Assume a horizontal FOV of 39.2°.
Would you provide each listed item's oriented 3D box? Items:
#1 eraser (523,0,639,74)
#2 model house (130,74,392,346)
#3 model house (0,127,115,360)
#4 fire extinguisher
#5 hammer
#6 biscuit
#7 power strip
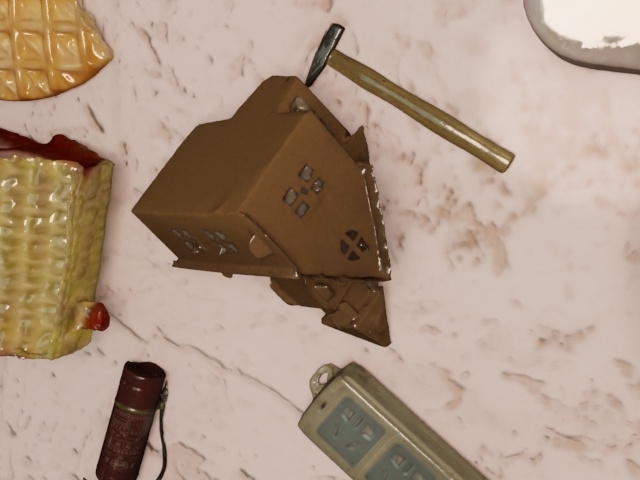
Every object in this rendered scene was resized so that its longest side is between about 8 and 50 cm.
[{"bbox_3d":[0.293,-0.213,0.627,0.332,0.150,0.331,3,101,18],"label":"eraser"},{"bbox_3d":[0.000,0.000,0.773,0.181,0.176,0.248,3,141,50],"label":"model house"},{"bbox_3d":[-0.305,-0.008,0.843,0.254,0.160,0.195,15,104,12],"label":"model house"},{"bbox_3d":[-0.187,0.200,0.902,0.078,0.045,0.157,16,103,-8],"label":"fire extinguisher"},{"bbox_3d":[0.077,-0.114,0.781,0.199,0.013,0.062,33,107,10],"label":"hammer"},{"bbox_3d":[-0.344,-0.265,0.871,0.205,0.040,0.308,-28,90,20],"label":"biscuit"},{"bbox_3d":[0.091,0.217,0.812,0.272,0.052,0.078,42,109,7],"label":"power strip"}]
